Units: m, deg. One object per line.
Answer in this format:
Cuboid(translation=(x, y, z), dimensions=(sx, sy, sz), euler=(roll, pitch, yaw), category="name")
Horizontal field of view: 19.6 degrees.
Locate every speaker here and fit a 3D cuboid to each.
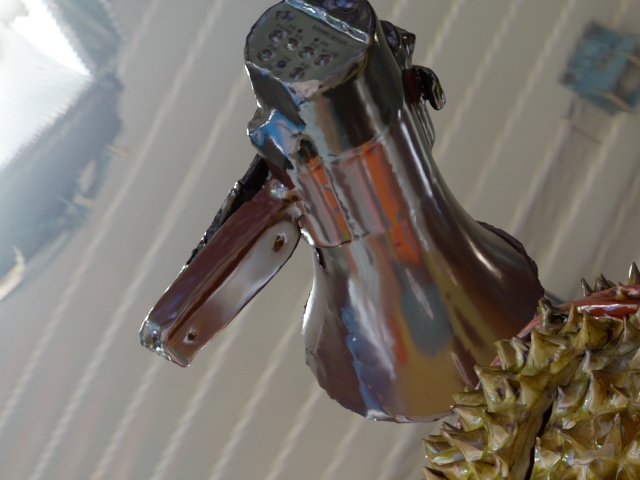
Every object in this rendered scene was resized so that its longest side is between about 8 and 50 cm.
Cuboid(translation=(-0.004, -0.008, 1.319), dimensions=(0.259, 0.198, 0.329), euler=(-30, -42, 4), category="speaker")

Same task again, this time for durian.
Cuboid(translation=(0.229, 0.167, 1.049), dimensions=(0.384, 0.347, 0.348), euler=(13, -85, -20), category="durian")
